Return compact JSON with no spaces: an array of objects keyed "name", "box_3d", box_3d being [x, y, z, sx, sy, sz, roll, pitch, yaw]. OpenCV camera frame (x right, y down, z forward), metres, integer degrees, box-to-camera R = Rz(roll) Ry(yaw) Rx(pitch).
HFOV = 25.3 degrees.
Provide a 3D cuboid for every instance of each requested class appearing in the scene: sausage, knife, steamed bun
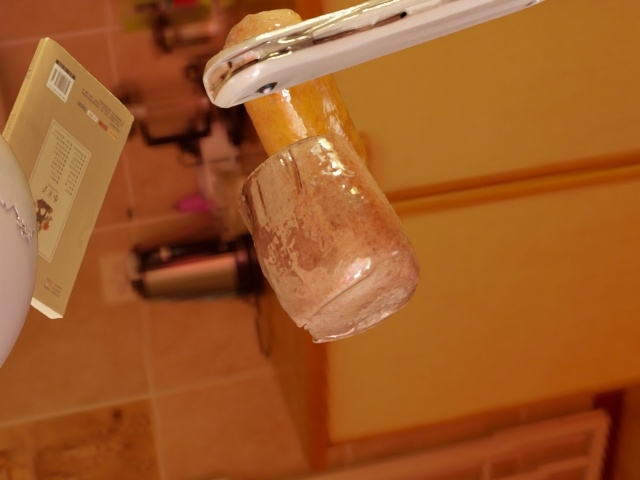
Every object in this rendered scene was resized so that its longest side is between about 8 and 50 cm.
[{"name":"sausage","box_3d":[-0.014,-0.117,1.492,0.270,0.109,0.109,64,-176,-46]},{"name":"knife","box_3d":[0.049,-0.145,0.923,0.040,0.265,0.073,68,157,0]},{"name":"steamed bun","box_3d":[0.000,0.000,1.080,0.145,0.106,0.175,59,172,18]}]

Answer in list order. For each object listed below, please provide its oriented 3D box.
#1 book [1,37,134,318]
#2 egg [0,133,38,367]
[{"name":"book","box_3d":[-0.226,-0.051,1.196,0.138,0.016,0.199,47,-125,-53]},{"name":"egg","box_3d":[-0.224,0.011,0.754,0.146,0.146,0.199,-113,27,-49]}]
